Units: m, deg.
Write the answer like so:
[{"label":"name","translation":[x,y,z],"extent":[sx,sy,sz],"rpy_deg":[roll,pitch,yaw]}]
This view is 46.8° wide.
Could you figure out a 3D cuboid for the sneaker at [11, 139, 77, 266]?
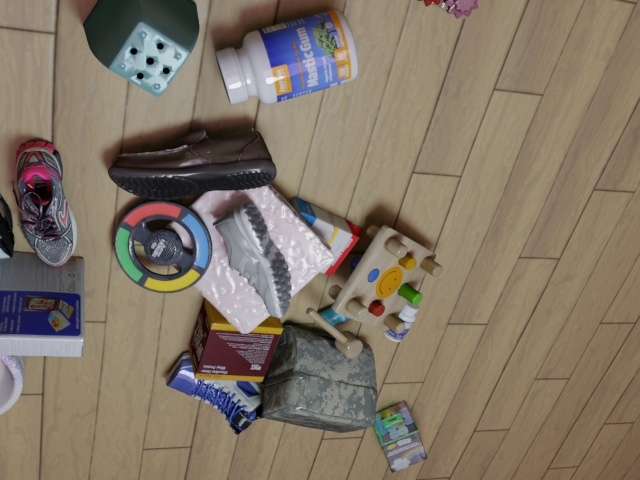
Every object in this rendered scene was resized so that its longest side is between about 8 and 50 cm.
[{"label":"sneaker","translation":[-0.605,-0.062,1.603],"extent":[0.120,0.112,0.299],"rpy_deg":[-9,128,-12]}]

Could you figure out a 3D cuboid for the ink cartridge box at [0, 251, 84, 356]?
[{"label":"ink cartridge box","translation":[-0.671,0.129,1.600],"extent":[0.307,0.304,0.072],"rpy_deg":[4,123,-20]}]

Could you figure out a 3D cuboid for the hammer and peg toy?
[{"label":"hammer and peg toy","translation":[0.138,0.148,1.910],"extent":[0.266,0.127,0.361],"rpy_deg":[27,98,-49]}]

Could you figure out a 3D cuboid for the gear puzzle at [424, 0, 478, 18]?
[{"label":"gear puzzle","translation":[0.219,-0.583,1.531],"extent":[0.338,0.044,0.176],"rpy_deg":[12,121,-26]}]

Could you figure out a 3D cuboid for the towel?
[{"label":"towel","translation":[-0.184,0.019,1.769],"extent":[0.317,0.053,0.332],"rpy_deg":[-40,102,13]}]

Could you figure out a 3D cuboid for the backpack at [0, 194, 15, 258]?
[{"label":"backpack","translation":[-0.729,-0.032,1.577],"extent":[0.115,0.152,0.182],"rpy_deg":[-12,141,-2]}]

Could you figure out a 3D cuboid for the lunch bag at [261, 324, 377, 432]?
[{"label":"lunch bag","translation":[0.005,0.382,2.053],"extent":[0.305,0.256,0.212],"rpy_deg":[17,155,-26]}]

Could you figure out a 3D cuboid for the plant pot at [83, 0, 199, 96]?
[{"label":"plant pot","translation":[-0.329,-0.379,1.379],"extent":[0.165,0.234,0.166],"rpy_deg":[28,114,-33]}]

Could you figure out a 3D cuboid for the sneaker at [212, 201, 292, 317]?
[{"label":"sneaker","translation":[-0.154,0.053,1.715],"extent":[0.115,0.105,0.281],"rpy_deg":[-18,101,22]}]

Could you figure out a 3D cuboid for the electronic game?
[{"label":"electronic game","translation":[-0.365,0.015,1.719],"extent":[0.229,0.048,0.229],"rpy_deg":[1,109,2]}]

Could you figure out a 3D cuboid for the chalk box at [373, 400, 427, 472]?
[{"label":"chalk box","translation":[0.246,0.618,2.381],"extent":[0.132,0.132,0.213],"rpy_deg":[-21,128,-1]}]

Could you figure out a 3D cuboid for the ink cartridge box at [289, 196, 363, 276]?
[{"label":"ink cartridge box","translation":[0.000,0.000,1.870],"extent":[0.231,0.078,0.134],"rpy_deg":[23,114,-30]}]

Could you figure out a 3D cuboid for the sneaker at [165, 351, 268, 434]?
[{"label":"sneaker","translation":[-0.255,0.425,2.036],"extent":[0.315,0.182,0.127],"rpy_deg":[21,115,-30]}]

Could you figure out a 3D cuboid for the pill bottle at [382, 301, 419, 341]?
[{"label":"pill bottle","translation":[0.233,0.228,2.125],"extent":[0.067,0.067,0.120],"rpy_deg":[14,119,-27]}]

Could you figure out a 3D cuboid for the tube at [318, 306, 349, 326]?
[{"label":"tube","translation":[0.095,0.183,2.064],"extent":[0.207,0.052,0.080],"rpy_deg":[-26,140,-6]}]

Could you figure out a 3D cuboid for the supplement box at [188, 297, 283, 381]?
[{"label":"supplement box","translation":[-0.228,0.257,1.953],"extent":[0.191,0.129,0.194],"rpy_deg":[7,122,-23]}]

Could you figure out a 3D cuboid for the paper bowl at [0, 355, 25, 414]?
[{"label":"paper bowl","translation":[-0.855,0.296,1.761],"extent":[0.284,0.148,0.284],"rpy_deg":[-10,128,-12]}]

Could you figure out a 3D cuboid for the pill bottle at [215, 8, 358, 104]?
[{"label":"pill bottle","translation":[-0.071,-0.369,1.525],"extent":[0.271,0.152,0.152],"rpy_deg":[-18,129,-6]}]

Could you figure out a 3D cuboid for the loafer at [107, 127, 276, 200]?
[{"label":"loafer","translation":[-0.282,-0.175,1.639],"extent":[0.365,0.130,0.134],"rpy_deg":[-3,160,-5]}]
